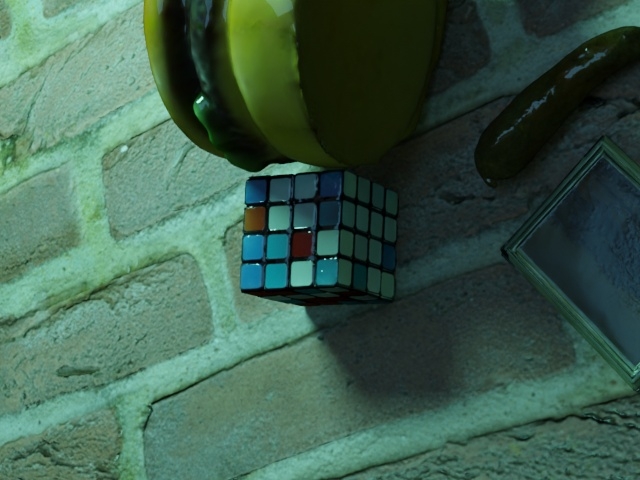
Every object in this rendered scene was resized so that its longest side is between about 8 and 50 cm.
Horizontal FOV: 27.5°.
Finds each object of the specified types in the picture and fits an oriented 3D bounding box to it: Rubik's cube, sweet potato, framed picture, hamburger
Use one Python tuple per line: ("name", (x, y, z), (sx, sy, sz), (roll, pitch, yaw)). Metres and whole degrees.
("Rubik's cube", (0.000, 0.000, 1.704), (0.151, 0.155, 0.154), (-4, 79, 32))
("sweet potato", (0.292, -0.176, 1.609), (0.273, 0.075, 0.075), (-44, 61, 13))
("framed picture", (0.355, 0.023, 1.557), (0.197, 0.014, 0.252), (-50, 59, 15))
("hamburger", (-0.049, -0.273, 1.646), (0.278, 0.396, 0.395), (9, 85, 32))
